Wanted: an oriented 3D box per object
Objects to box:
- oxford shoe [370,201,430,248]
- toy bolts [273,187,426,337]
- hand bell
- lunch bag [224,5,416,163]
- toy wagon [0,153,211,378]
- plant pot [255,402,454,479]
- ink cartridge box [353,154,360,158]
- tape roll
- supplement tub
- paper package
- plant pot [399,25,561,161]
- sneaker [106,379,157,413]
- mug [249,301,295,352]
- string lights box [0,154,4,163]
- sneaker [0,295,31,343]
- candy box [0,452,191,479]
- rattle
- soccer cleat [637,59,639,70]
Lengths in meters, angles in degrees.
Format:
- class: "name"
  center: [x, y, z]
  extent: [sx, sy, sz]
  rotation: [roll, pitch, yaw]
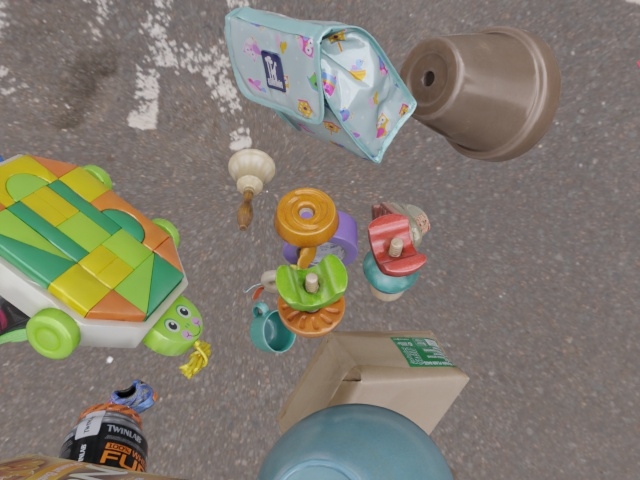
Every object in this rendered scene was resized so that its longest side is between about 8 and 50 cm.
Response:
- class: "oxford shoe"
  center: [0.237, -0.053, 1.772]
  extent: [0.147, 0.397, 0.140]
  rotation: [-8, 102, -3]
- class: "toy bolts"
  center: [0.036, 0.038, 1.002]
  extent: [0.229, 0.158, 0.218]
  rotation: [-10, 58, -7]
- class: "hand bell"
  center: [-0.182, -0.112, 1.611]
  extent: [0.126, 0.242, 0.126]
  rotation: [0, 132, 0]
- class: "lunch bag"
  center: [-0.009, -0.257, 1.004]
  extent: [0.160, 0.223, 0.262]
  rotation: [-58, 141, -3]
- class: "toy wagon"
  center: [-0.264, 0.032, 0.775]
  extent: [0.344, 0.267, 0.068]
  rotation: [38, 119, -4]
- class: "plant pot"
  center: [0.027, 0.356, 0.839]
  extent: [0.291, 0.195, 0.290]
  rotation: [-6, 71, 16]
- class: "ink cartridge box"
  center: [0.053, -0.371, 1.687]
  extent: [0.275, 0.060, 0.238]
  rotation: [18, 70, -48]
- class: "tape roll"
  center: [0.000, 0.000, 1.620]
  extent: [0.189, 0.189, 0.080]
  rotation: [2, 60, -5]
- class: "supplement tub"
  center: [-0.481, 0.525, 1.393]
  extent: [0.194, 0.316, 0.193]
  rotation: [-5, 126, -6]
- class: "paper package"
  center: [0.114, 0.357, 1.439]
  extent: [0.325, 0.168, 0.309]
  rotation: [7, 124, -35]
- class: "plant pot"
  center: [0.275, -0.289, 1.199]
  extent: [0.229, 0.263, 0.262]
  rotation: [2, 95, -40]
- class: "sneaker"
  center: [-0.571, 0.463, 1.781]
  extent: [0.221, 0.083, 0.087]
  rotation: [-34, 120, -22]
- class: "mug"
  center: [-0.156, 0.268, 1.982]
  extent: [0.130, 0.097, 0.157]
  rotation: [2, 82, -42]
- class: "string lights box"
  center: [-0.623, -0.126, 1.090]
  extent: [0.077, 0.259, 0.133]
  rotation: [24, 64, 6]
- class: "sneaker"
  center: [-0.834, 0.173, 1.572]
  extent: [0.186, 0.483, 0.202]
  rotation: [13, 105, 17]
- class: "candy box"
  center: [-0.352, 0.360, 0.846]
  extent: [0.317, 0.183, 0.087]
  rotation: [-2, 86, 26]
- class: "rattle"
  center: [-0.109, 0.076, 1.663]
  extent: [0.130, 0.200, 0.142]
  rotation: [6, 77, -35]
- class: "soccer cleat"
  center: [0.507, -0.264, 0.834]
  extent: [0.083, 0.248, 0.095]
  rotation: [-27, 75, -13]
